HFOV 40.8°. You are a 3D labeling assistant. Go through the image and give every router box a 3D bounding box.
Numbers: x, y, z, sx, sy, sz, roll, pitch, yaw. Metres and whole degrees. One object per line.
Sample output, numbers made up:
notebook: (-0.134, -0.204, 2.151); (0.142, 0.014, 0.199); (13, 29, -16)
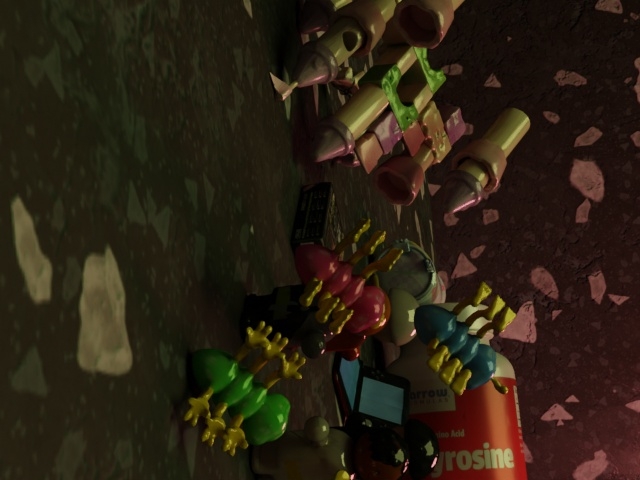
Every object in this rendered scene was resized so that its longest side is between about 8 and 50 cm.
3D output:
router box: (0.000, 0.000, 1.036); (0.122, 0.038, 0.092); (-80, 159, -53)

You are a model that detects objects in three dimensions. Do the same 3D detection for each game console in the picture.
game console: (0.074, 0.192, 1.181); (0.144, 0.124, 0.085); (-73, 180, -62)

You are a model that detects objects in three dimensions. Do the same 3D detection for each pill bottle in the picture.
pill bottle: (0.223, 0.320, 1.455); (0.229, 0.229, 0.407); (48, 36, -70)

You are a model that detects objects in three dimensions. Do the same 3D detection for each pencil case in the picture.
pencil case: (0.170, 0.081, 1.625); (0.273, 0.114, 0.124); (45, 26, -71)

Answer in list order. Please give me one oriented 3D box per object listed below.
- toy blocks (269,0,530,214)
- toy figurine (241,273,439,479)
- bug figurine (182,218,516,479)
toy blocks: (0.060, -0.167, 1.113); (0.260, 0.309, 0.288); (-49, 128, -29)
toy figurine: (0.026, 0.137, 0.813); (0.209, 0.148, 0.213); (42, 44, -73)
bug figurine: (0.021, 0.117, 0.665); (0.216, 0.279, 0.072); (48, -22, -12)
